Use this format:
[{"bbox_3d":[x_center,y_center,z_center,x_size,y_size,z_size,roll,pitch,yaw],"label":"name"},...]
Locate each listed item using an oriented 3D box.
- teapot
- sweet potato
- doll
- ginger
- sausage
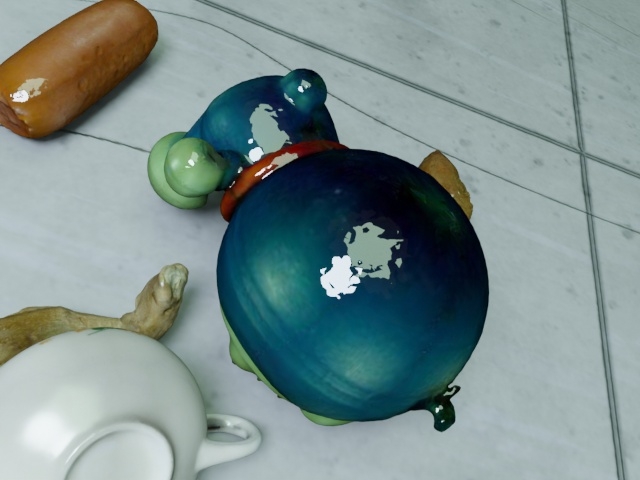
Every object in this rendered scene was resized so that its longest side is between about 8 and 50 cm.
[{"bbox_3d":[-0.128,0.128,0.359,0.226,0.092,0.145,14,91,-39],"label":"teapot"},{"bbox_3d":[0.118,-0.016,0.595,0.067,0.060,0.206,2,61,21],"label":"sweet potato"},{"bbox_3d":[0.001,0.000,0.448,0.198,0.186,0.322,-15,63,-50],"label":"doll"},{"bbox_3d":[-0.218,0.084,0.385,0.287,0.075,0.089,-18,43,-25],"label":"ginger"},{"bbox_3d":[-0.224,-0.169,0.555,0.076,0.076,0.198,31,50,1],"label":"sausage"}]
